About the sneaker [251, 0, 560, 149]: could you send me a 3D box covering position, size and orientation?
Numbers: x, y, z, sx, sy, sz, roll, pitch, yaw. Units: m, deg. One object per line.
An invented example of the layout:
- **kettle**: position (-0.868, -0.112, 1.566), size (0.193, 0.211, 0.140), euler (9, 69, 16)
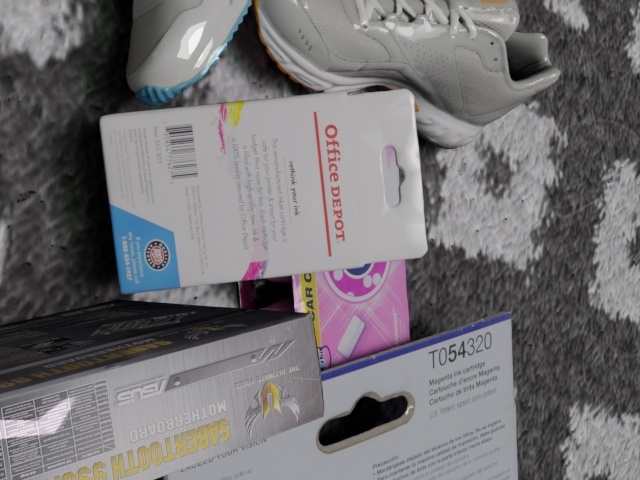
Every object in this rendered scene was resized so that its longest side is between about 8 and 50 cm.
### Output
- **sneaker**: position (0.066, -0.153, 0.715), size (0.262, 0.121, 0.099), euler (15, 59, -44)

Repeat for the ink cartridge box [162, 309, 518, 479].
- **ink cartridge box**: position (0.019, 0.236, 0.718), size (0.324, 0.071, 0.330), euler (-11, 100, -41)

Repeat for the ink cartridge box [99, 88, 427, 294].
- **ink cartridge box**: position (-0.033, -0.032, 0.613), size (0.181, 0.061, 0.104), euler (-6, 97, -4)

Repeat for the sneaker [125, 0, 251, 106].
- **sneaker**: position (-0.087, -0.190, 0.619), size (0.092, 0.087, 0.229), euler (24, 68, -33)

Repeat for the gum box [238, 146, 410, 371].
- **gum box**: position (0.000, 0.000, 0.708), size (0.107, 0.062, 0.188), euler (-9, 97, -42)

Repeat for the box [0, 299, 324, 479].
- **box**: position (-0.142, 0.079, 0.497), size (0.231, 0.183, 0.056), euler (-12, 99, -43)
